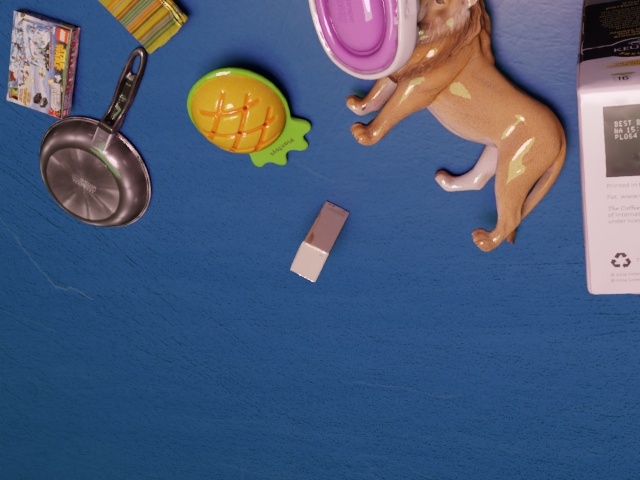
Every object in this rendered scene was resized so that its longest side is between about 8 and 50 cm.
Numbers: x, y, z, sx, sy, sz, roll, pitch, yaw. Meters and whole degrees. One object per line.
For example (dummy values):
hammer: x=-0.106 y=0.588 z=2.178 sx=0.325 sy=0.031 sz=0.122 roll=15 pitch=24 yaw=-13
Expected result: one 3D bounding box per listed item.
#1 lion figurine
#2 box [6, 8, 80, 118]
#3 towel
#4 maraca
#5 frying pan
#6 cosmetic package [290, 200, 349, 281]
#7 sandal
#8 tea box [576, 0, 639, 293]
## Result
lion figurine: x=0.189 y=-0.168 z=0.997 sx=0.392 sy=0.142 sz=0.240 roll=36 pitch=119 yaw=-23
box: x=-0.405 y=-0.257 z=1.179 sx=0.094 sy=0.027 sz=0.137 roll=20 pitch=116 yaw=8
towel: x=-0.287 y=-0.351 z=1.063 sx=0.237 sy=0.021 sz=0.102 roll=44 pitch=142 yaw=-19
maraca: x=-0.097 y=-0.166 z=1.105 sx=0.127 sy=0.099 sz=0.186 roll=-31 pitch=132 yaw=29
frying pan: x=-0.316 y=-0.126 z=1.237 sx=0.326 sy=0.053 sz=0.197 roll=-29 pitch=108 yaw=35
cosmetic package: x=0.000 y=0.000 z=1.161 sx=0.041 sy=0.115 sz=0.060 roll=27 pitch=126 yaw=1
sandal: x=0.001 y=-0.347 z=0.781 sx=0.169 sy=0.102 sz=0.416 roll=1 pitch=122 yaw=41
tea box: x=0.432 y=-0.120 z=0.805 sx=0.329 sy=0.323 sz=0.220 roll=-1 pitch=120 yaw=21
